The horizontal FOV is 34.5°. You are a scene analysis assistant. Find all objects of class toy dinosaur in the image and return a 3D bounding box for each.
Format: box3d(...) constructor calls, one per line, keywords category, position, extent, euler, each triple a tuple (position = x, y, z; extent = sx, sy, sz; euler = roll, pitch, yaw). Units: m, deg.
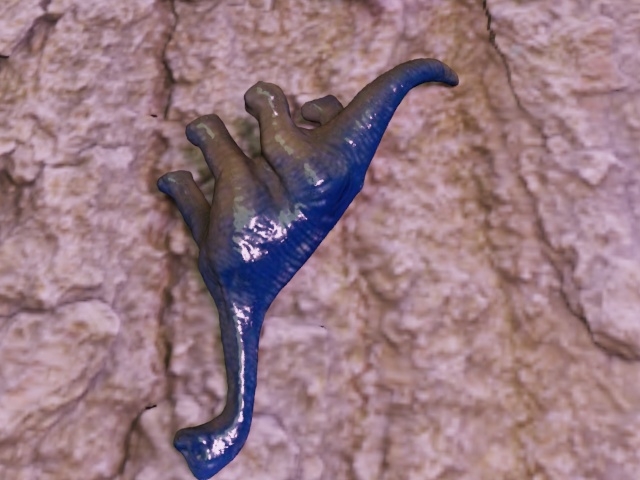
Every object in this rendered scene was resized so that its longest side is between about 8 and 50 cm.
box3d(category="toy dinosaur", position=(0.000, 0.000, 0.597), extent=(0.248, 0.075, 0.188), euler=(-26, 72, -5))
